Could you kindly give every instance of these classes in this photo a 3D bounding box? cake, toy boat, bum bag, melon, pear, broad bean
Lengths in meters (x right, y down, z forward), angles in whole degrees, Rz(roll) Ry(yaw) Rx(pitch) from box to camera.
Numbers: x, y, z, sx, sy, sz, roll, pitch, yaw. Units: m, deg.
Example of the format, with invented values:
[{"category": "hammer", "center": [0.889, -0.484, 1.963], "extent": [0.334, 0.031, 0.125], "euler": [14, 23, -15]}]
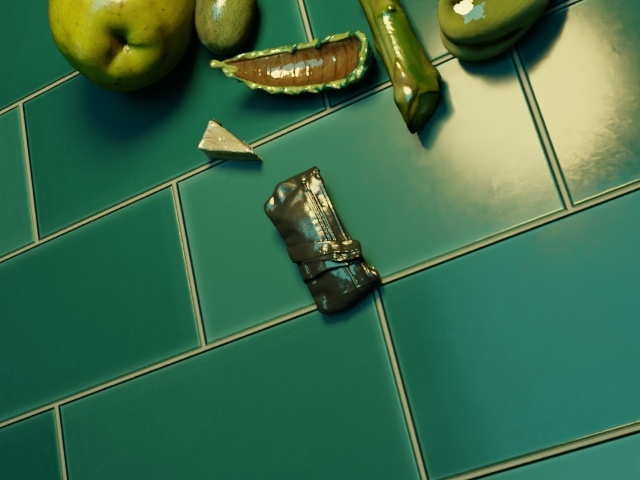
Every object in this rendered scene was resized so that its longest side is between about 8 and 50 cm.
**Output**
[{"category": "cake", "center": [-0.160, -0.163, 1.732], "extent": [0.121, 0.052, 0.065], "euler": [32, 86, 30]}, {"category": "toy boat", "center": [-0.042, -0.305, 1.689], "extent": [0.293, 0.099, 0.108], "euler": [-2, 74, 19]}, {"category": "bum bag", "center": [0.000, 0.000, 1.597], "extent": [0.123, 0.060, 0.248], "euler": [-33, 65, 16]}, {"category": "melon", "center": [-0.174, -0.427, 1.779], "extent": [0.114, 0.114, 0.167], "euler": [1, 75, 27]}, {"category": "pear", "center": [-0.368, -0.422, 1.788], "extent": [0.294, 0.294, 0.294], "euler": [-8, 72, 25]}, {"category": "broad bean", "center": [0.283, -0.418, 1.541], "extent": [0.189, 0.121, 0.263], "euler": [16, 81, 26]}]

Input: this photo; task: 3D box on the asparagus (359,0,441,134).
[{"category": "asparagus", "center": [0.126, -0.338, 1.622], "extent": [0.085, 0.082, 0.343], "euler": [-35, 60, 36]}]
